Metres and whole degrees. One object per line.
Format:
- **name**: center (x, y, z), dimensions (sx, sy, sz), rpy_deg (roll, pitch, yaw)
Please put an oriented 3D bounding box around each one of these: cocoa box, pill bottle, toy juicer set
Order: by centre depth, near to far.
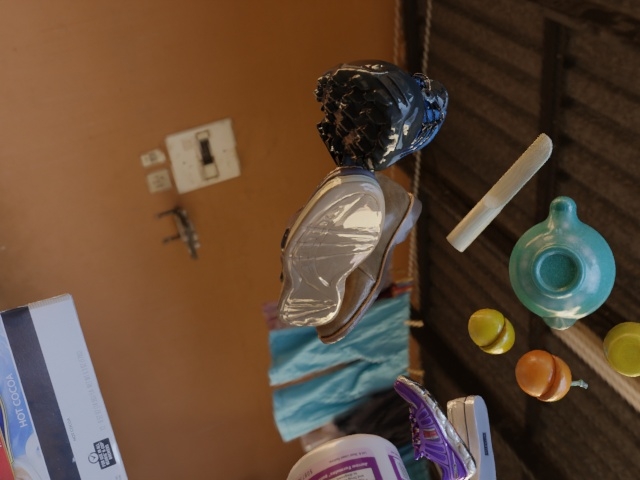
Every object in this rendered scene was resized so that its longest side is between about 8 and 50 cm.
- **pill bottle**: center (0.070, 0.416, 1.000), dimensions (0.169, 0.169, 0.302), rpy_deg (88, -14, -44)
- **toy juicer set**: center (0.282, 0.054, 1.042), dimensions (0.329, 0.209, 0.089), rpy_deg (65, 20, 9)
- **cocoa box**: center (-0.430, 0.281, 1.099), dimensions (0.231, 0.227, 0.347), rpy_deg (-28, -100, 58)

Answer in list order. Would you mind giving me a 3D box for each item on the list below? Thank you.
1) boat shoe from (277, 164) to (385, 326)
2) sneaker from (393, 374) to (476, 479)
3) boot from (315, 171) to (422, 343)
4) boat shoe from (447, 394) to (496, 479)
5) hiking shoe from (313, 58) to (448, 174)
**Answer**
- **boat shoe**: center (0.000, 0.000, 0.911), dimensions (0.285, 0.102, 0.092), rpy_deg (106, -21, -54)
- **sneaker**: center (0.149, 0.267, 1.102), dimensions (0.170, 0.071, 0.068), rpy_deg (58, 2, 9)
- **boot**: center (0.052, 0.022, 1.287), dimensions (0.115, 0.305, 0.112), rpy_deg (40, -26, -25)
- **boat shoe**: center (0.307, 0.455, 1.635), dimensions (0.095, 0.084, 0.258), rpy_deg (32, 52, -47)
- **hiking shoe**: center (0.071, -0.141, 0.818), dimensions (0.113, 0.132, 0.304), rpy_deg (59, -4, -2)
